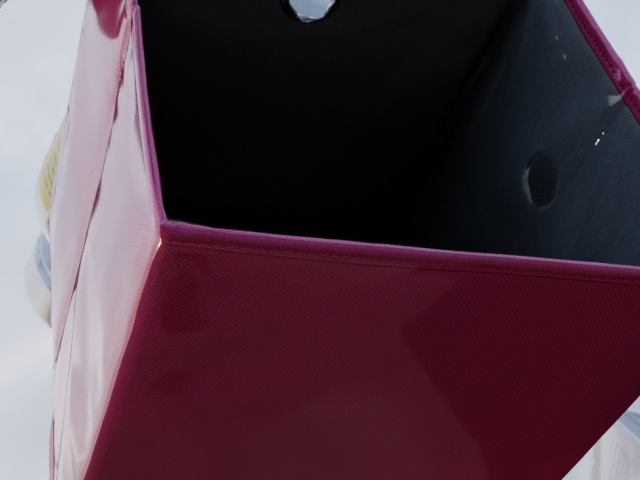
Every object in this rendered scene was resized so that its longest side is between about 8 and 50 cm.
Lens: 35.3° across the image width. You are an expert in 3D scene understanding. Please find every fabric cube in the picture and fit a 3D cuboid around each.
[{"bbox_3d":[0.000,0.000,0.528,0.254,0.259,0.258,4,-44,-21],"label":"fabric cube"}]

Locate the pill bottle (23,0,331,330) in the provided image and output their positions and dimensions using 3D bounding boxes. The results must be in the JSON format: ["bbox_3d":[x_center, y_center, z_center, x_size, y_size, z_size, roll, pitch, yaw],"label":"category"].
[{"bbox_3d":[-0.104,-0.067,0.775,0.188,0.188,0.334,9,-51,-36],"label":"pill bottle"}]

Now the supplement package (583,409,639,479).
[{"bbox_3d":[0.277,0.222,0.536,0.262,0.198,0.199,11,1,6],"label":"supplement package"}]

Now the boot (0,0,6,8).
[{"bbox_3d":[-0.225,-0.213,0.698,0.045,0.121,0.099,27,-56,3],"label":"boot"}]
